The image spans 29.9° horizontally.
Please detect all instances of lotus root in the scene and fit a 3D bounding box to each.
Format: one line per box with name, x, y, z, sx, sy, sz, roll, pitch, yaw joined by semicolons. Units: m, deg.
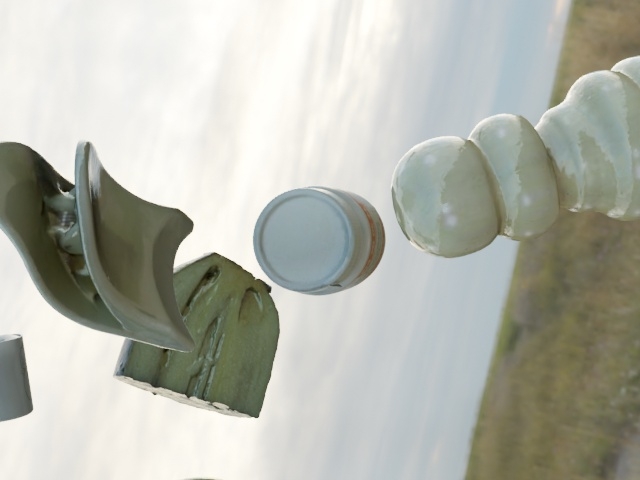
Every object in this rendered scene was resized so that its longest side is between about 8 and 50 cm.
lotus root;-0.219;0.156;2.131;0.149;0.267;0.260;-15;58;60

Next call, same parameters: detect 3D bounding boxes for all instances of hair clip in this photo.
hair clip;-0.233;-0.008;1.209;0.282;0.113;0.172;55;-155;-53

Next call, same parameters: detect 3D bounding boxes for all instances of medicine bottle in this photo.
medicine bottle;0.000;0.000;1.527;0.252;0.144;0.144;-5;-74;-77

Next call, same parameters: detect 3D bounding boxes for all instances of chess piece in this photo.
chess piece;0.217;-0.074;1.221;0.167;0.299;0.167;164;90;-80

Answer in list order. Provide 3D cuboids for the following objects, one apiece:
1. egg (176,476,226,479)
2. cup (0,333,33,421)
egg;-0.201;0.465;1.919;0.177;0.228;0.177;6;-90;-78
cup;-0.521;0.220;1.966;0.136;0.099;0.133;-32;-66;-80
